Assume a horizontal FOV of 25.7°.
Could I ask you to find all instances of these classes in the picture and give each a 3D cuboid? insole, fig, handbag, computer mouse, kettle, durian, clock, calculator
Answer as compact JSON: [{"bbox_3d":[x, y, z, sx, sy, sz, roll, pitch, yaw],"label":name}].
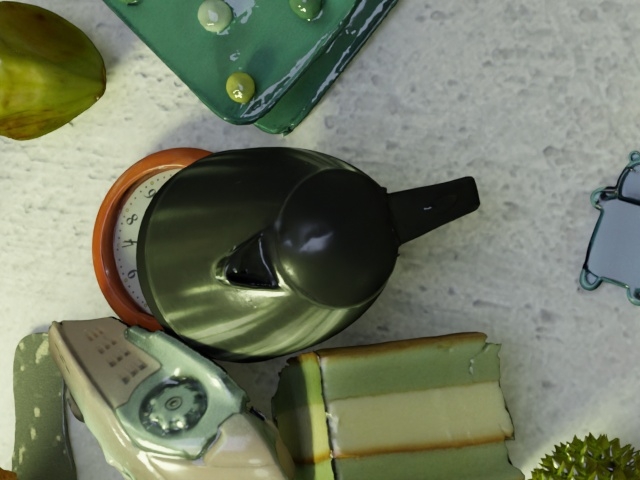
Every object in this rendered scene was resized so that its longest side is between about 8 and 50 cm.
[{"bbox_3d":[-0.304,0.225,1.534,0.081,0.011,0.248,-3,88,21],"label":"insole"},{"bbox_3d":[-0.311,-0.179,1.485,0.166,0.144,0.154,-5,121,1],"label":"fig"},{"bbox_3d":[-0.074,-0.273,1.413,0.274,0.100,0.269,45,105,16],"label":"handbag"},{"bbox_3d":[-0.178,0.175,1.383,0.389,0.199,0.115,23,55,37],"label":"computer mouse"},{"bbox_3d":[-0.010,0.013,1.272,0.271,0.251,0.207,-11,63,64],"label":"kettle"},{"bbox_3d":[0.262,0.266,1.236,0.198,0.146,0.159,33,101,22],"label":"durian"},{"bbox_3d":[-0.145,0.005,1.457,0.205,0.051,0.205,-1,86,22],"label":"clock"},{"bbox_3d":[0.292,-0.014,1.303,0.094,0.019,0.141,18,93,21],"label":"calculator"}]

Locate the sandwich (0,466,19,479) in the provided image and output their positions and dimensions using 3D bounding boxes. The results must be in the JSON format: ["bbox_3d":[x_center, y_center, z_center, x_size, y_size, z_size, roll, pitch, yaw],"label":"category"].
[{"bbox_3d":[-0.334,0.315,1.442,0.250,0.301,0.162,24,52,24],"label":"sandwich"}]

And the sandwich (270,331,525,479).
[{"bbox_3d":[0.074,0.175,1.340,0.198,0.227,0.155,-6,83,-14],"label":"sandwich"}]
